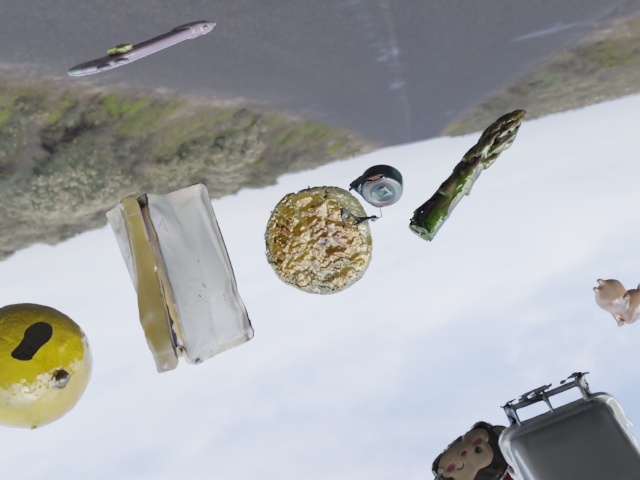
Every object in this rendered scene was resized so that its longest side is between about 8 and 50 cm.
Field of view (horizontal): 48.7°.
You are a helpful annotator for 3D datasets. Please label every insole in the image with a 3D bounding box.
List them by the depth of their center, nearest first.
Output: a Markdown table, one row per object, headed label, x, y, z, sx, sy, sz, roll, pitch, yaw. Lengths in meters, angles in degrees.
| label | x | y | z | sx | sy | sz | roll | pitch | yaw |
| --- | --- | --- | --- | --- | --- | --- | --- | --- | --- |
| insole | -0.476 | 0.166 | 1.173 | 0.045 | 0.002 | 0.135 | 19 | -163 | -7 |

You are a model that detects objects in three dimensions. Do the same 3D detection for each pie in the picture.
| label | x | y | z | sx | sy | sz | roll | pitch | yaw |
| --- | --- | --- | --- | --- | --- | --- | --- | --- | --- |
| pie | 0.000 | 0.000 | 1.673 | 0.274 | 0.274 | 0.055 | -13 | -166 | -3 |

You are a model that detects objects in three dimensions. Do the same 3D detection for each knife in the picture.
| label | x | y | z | sx | sy | sz | roll | pitch | yaw |
| --- | --- | --- | --- | --- | --- | --- | --- | --- | --- |
| knife | -0.382 | -0.431 | 1.558 | 0.132 | 0.038 | 0.398 | 7 | -150 | 32 |

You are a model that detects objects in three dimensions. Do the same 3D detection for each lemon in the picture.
| label | x | y | z | sx | sy | sz | roll | pitch | yaw |
| --- | --- | --- | --- | --- | --- | --- | --- | --- | --- |
| lemon | -0.663 | 0.281 | 1.590 | 0.297 | 0.297 | 0.297 | -12 | -173 | 1 |

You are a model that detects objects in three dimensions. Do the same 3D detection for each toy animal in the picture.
| label | x | y | z | sx | sy | sz | roll | pitch | yaw |
| --- | --- | --- | --- | --- | --- | --- | --- | --- | --- |
| toy animal | 0.650 | 0.126 | 1.523 | 0.083 | 0.150 | 0.089 | -49 | -156 | 37 |

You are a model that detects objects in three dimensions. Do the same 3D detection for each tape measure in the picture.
| label | x | y | z | sx | sy | sz | roll | pitch | yaw |
| --- | --- | --- | --- | --- | --- | --- | --- | --- | --- |
| tape measure | 0.117 | -0.084 | 1.509 | 0.107 | 0.104 | 0.180 | -34 | -162 | 35 |

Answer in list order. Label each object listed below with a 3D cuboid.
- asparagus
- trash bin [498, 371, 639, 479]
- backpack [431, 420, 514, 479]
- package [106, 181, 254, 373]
| label | x | y | z | sx | sy | sz | roll | pitch | yaw |
| --- | --- | --- | --- | --- | --- | --- | --- | --- | --- |
| asparagus | 0.149 | -0.069 | 0.705 | 0.165 | 0.030 | 0.036 | -49 | -168 | 2 |
| trash bin | 0.474 | 0.429 | 1.241 | 0.256 | 0.296 | 0.368 | -23 | -179 | 8 |
| backpack | 0.371 | 0.532 | 1.578 | 0.229 | 0.229 | 0.139 | -9 | 151 | 24 |
| package | -0.285 | 0.073 | 1.263 | 0.221 | 0.311 | 0.165 | -15 | -179 | 25 |
